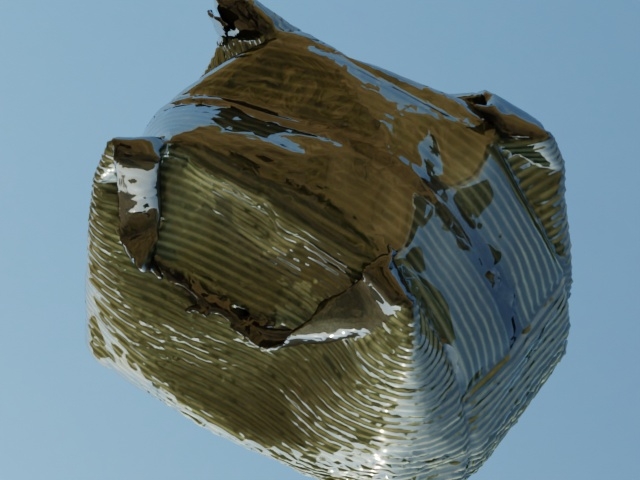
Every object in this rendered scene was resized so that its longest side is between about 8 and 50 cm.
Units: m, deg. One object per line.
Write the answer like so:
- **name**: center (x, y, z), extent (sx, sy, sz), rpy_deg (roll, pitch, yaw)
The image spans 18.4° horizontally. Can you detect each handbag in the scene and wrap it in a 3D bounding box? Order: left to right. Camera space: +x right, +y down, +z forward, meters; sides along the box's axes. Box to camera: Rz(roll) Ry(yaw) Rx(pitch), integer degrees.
- **handbag**: center (0.000, 0.000, 1.342), extent (0.340, 0.240, 0.247), rpy_deg (26, -120, 18)
